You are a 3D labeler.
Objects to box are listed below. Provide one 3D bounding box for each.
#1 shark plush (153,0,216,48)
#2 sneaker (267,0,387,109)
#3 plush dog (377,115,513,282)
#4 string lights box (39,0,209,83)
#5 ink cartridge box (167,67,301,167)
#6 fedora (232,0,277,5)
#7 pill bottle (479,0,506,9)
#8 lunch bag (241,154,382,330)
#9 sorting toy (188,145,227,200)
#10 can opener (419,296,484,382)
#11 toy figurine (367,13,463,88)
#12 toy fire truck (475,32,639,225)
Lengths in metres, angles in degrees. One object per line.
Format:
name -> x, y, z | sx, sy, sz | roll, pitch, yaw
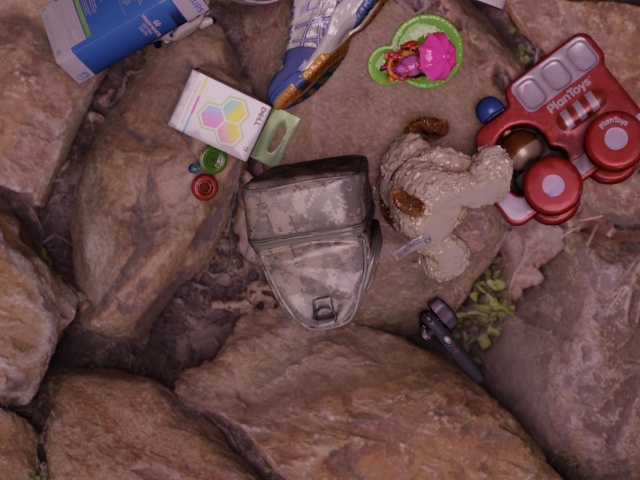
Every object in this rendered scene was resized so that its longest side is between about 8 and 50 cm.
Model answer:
shark plush -> -0.252, -0.384, 1.673 | 0.161, 0.073, 0.067 | -31, 82, 28
sneaker -> -0.009, -0.365, 1.647 | 0.131, 0.112, 0.296 | 41, 98, 7
plush dog -> 0.169, -0.089, 1.645 | 0.210, 0.225, 0.262 | 13, 114, -27
string lights box -> -0.332, -0.390, 1.611 | 0.259, 0.077, 0.133 | -28, 62, 7
ink cartridge box -> -0.151, -0.211, 1.693 | 0.209, 0.062, 0.109 | 25, 102, -6
fedora -> -0.121, -0.525, 1.583 | 0.275, 0.124, 0.244 | 38, 101, -8
pill bottle -> 0.297, -0.504, 1.586 | 0.124, 0.124, 0.222 | 18, 104, -4
lunch bag -> 0.000, 0.000, 1.627 | 0.212, 0.305, 0.256 | -7, 100, 5
sorting toy -> -0.209, -0.124, 1.732 | 0.061, 0.042, 0.102 | 17, 92, -20
can opener -> 0.249, 0.196, 1.793 | 0.073, 0.059, 0.186 | -35, 101, 8
toy figurine -> 0.165, -0.308, 1.617 | 0.173, 0.159, 0.130 | -17, 103, 5
toy fire truck -> 0.405, -0.180, 1.664 | 0.302, 0.169, 0.254 | -36, 77, 8
